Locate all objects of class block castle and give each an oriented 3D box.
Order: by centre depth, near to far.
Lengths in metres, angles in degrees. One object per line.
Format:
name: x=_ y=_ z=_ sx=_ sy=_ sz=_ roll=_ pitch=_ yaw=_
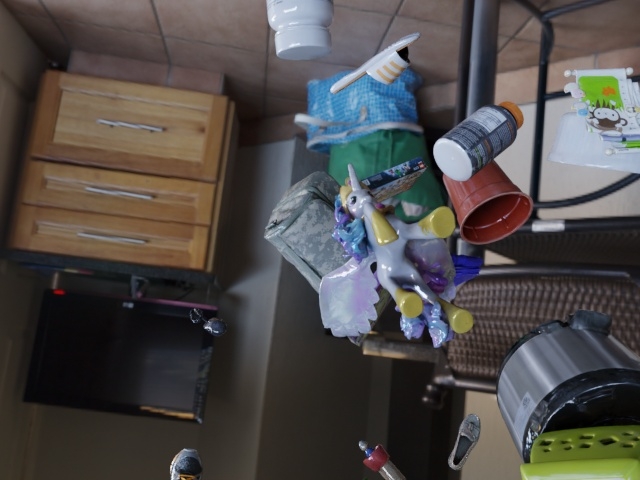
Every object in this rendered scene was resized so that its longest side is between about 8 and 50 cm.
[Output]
block castle: x=0.055 y=0.896 z=1.872 sx=0.303 sy=0.213 sz=0.453 roll=-24 pitch=154 yaw=-50

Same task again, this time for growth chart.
growth chart: x=0.624 y=-0.277 z=1.182 sx=0.172 sy=0.237 sz=0.021 roll=-10 pitch=156 yaw=-4

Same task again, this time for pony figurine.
pony figurine: x=0.141 y=0.046 z=1.045 sx=0.303 sy=0.350 sz=0.363 roll=-20 pitch=-158 yaw=-10

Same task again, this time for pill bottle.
pill bottle: x=-0.050 y=-0.589 z=1.329 sx=0.161 sy=0.282 sz=0.160 roll=-4 pitch=-176 yaw=0
pill bottle: x=0.425 y=-0.271 z=1.466 sx=0.246 sy=0.130 sz=0.130 roll=-37 pitch=-172 yaw=-20

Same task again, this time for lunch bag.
lunch bag: x=0.000 y=0.000 z=1.570 sx=0.213 sy=0.256 sz=0.305 roll=-27 pitch=114 yaw=41

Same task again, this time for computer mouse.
computer mouse: x=-0.438 y=0.304 z=2.141 sx=0.242 sy=0.071 sz=0.041 roll=18 pitch=145 yaw=45

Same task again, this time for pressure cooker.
pressure cooker: x=0.620 y=0.390 z=1.327 sx=0.370 sy=0.375 sz=0.420 roll=-36 pitch=-173 yaw=10

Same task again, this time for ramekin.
ramekin: x=0.756 y=-0.257 z=1.470 sx=0.278 sy=0.135 sz=0.277 roll=7 pitch=-169 yaw=-1

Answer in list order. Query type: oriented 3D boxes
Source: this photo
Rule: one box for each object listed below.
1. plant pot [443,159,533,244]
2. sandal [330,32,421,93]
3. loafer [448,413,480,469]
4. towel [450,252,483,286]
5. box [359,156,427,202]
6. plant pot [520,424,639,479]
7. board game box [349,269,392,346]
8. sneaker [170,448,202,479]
plant pot: x=0.594 y=-0.173 z=2.055 sx=0.273 sy=0.265 sz=0.272 roll=-10 pitch=142 yaw=-8
sandal: x=0.143 y=-0.404 z=1.337 sx=0.265 sy=0.076 sz=0.102 roll=-25 pitch=-166 yaw=39
loafer: x=0.312 y=0.432 z=1.196 sx=0.045 sy=0.125 sz=0.039 roll=23 pitch=164 yaw=19
towel: x=0.407 y=0.122 z=1.970 sx=0.308 sy=0.076 sz=0.228 roll=6 pitch=146 yaw=-39
box: x=0.204 y=-0.172 z=1.753 sx=0.233 sy=0.044 sz=0.159 roll=-23 pitch=165 yaw=-19
plant pot: x=0.482 y=0.459 z=0.956 sx=0.227 sy=0.228 sz=0.207 roll=-20 pitch=167 yaw=36
board game box: x=0.204 y=0.214 z=2.068 sx=0.056 sy=0.346 sz=0.208 roll=28 pitch=165 yaw=32
sneaker: x=-0.352 y=0.644 z=1.430 sx=0.084 sy=0.214 sz=0.083 roll=11 pitch=179 yaw=-13
